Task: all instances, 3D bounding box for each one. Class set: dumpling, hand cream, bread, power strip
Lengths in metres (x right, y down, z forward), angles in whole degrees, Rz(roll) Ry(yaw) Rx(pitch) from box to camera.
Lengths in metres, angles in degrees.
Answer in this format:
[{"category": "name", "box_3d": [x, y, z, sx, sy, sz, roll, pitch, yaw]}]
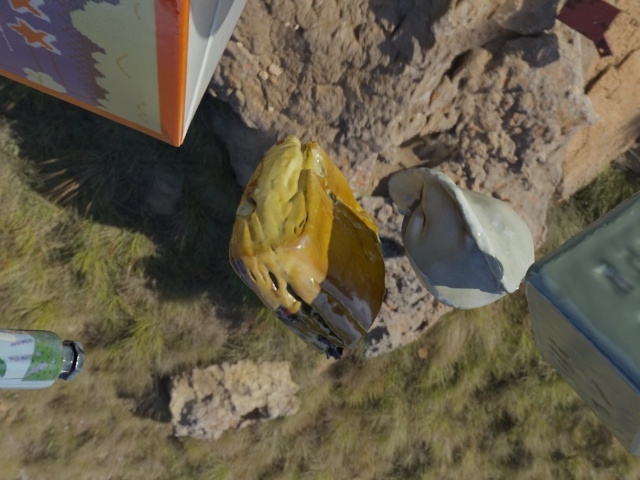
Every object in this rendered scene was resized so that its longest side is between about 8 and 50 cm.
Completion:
[{"category": "dumpling", "box_3d": [0.174, -0.007, 0.751, 0.227, 0.175, 0.243, 46, 148, -7]}, {"category": "hand cream", "box_3d": [-0.315, 0.097, 0.425, 0.055, 0.088, 0.256, -57, 147, 9]}, {"category": "bread", "box_3d": [0.000, 0.000, 0.624, 0.099, 0.235, 0.210, -24, 122, 26]}, {"category": "power strip", "box_3d": [0.280, 0.085, 0.456, 0.139, 0.140, 0.224, -36, 141, 0]}]

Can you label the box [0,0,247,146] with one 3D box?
[{"category": "box", "box_3d": [-0.171, -0.330, 0.447, 0.257, 0.348, 0.318, 22, 161, -10]}]
